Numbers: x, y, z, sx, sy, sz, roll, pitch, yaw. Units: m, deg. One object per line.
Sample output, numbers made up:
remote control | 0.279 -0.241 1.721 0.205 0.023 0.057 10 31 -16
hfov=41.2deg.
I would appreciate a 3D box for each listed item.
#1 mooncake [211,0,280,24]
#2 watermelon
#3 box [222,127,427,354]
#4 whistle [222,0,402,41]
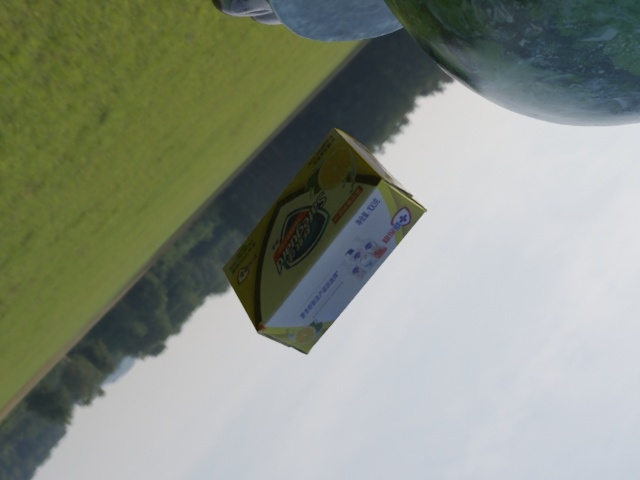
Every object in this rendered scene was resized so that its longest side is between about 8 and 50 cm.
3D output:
mooncake | -0.034 -0.413 1.269 0.306 0.306 0.154 -146 -122 -83
watermelon | 0.150 -0.170 0.506 0.305 0.224 0.180 -46 -167 54
box | 0.000 0.000 1.151 0.265 0.097 0.168 -50 -143 12
whistle | 0.052 -0.324 0.672 0.188 0.168 0.405 -5 157 -27
